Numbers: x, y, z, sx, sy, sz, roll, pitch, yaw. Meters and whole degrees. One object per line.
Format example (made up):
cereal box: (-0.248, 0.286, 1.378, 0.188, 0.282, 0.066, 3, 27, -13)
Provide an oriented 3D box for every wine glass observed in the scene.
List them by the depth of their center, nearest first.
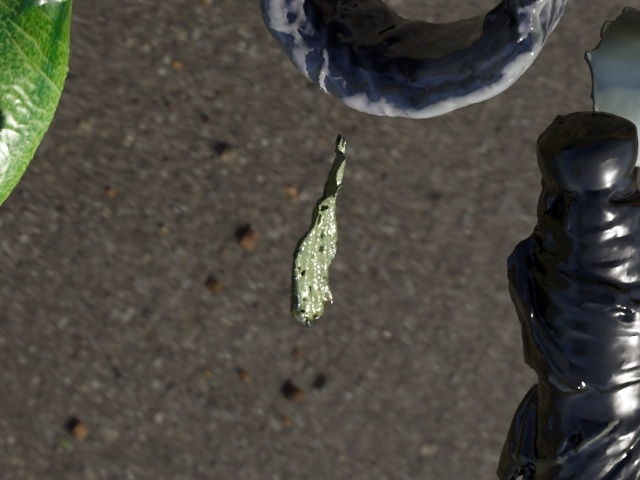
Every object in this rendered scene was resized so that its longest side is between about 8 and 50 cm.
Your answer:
wine glass: (0.376, -0.142, 1.701, 0.156, 0.232, 0.156, 0, 90, -51)

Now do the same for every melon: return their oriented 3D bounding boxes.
melon: (-0.327, -0.105, 1.586, 0.323, 0.124, 0.196, -43, 128, 9)

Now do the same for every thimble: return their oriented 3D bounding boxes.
thimble: (0.083, -0.223, 1.581, 0.157, 0.245, 0.217, -55, 152, -58)

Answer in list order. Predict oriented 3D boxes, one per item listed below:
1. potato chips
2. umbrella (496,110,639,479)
potato chips: (0.001, 0.000, 1.826, 0.092, 0.028, 0.207, -52, 157, -48)
umbrella: (0.164, 0.084, 1.116, 0.113, 0.106, 0.357, -12, 118, -7)
